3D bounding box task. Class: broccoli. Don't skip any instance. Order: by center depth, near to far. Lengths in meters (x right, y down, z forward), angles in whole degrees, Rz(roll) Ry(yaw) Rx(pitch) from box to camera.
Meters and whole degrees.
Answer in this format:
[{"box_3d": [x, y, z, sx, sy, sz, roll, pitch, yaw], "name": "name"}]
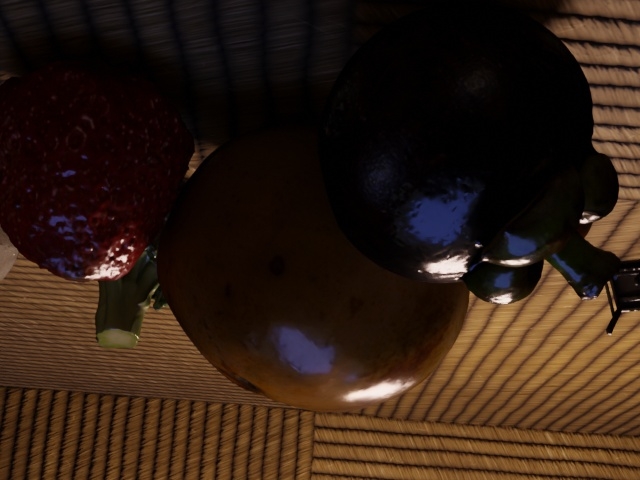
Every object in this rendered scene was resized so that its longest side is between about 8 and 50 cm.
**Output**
[{"box_3d": [-0.278, 0.020, 1.680, 0.288, 0.260, 0.235, 20, 122, -29], "name": "broccoli"}]

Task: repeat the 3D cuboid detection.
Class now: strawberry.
[{"box_3d": [-0.283, -0.079, 1.318, 0.257, 0.277, 0.257, 1, 160, 0], "name": "strawberry"}]

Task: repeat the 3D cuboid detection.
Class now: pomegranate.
[{"box_3d": [-0.002, 0.031, 1.435, 0.416, 0.417, 0.417, 4, 161, 1], "name": "pomegranate"}]

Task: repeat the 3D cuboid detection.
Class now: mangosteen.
[{"box_3d": [0.148, -0.087, 1.134, 0.330, 0.330, 0.330, 4, 161, 1], "name": "mangosteen"}]

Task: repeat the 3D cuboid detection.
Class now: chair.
[{"box_3d": [0.559, 0.080, 1.911, 0.084, 0.101, 0.212, -7, -165, 33], "name": "chair"}]

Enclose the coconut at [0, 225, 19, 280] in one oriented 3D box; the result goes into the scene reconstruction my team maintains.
[{"box_3d": [-0.576, -0.021, 1.519, 0.309, 0.297, 0.297, 8, 161, -12], "name": "coconut"}]
